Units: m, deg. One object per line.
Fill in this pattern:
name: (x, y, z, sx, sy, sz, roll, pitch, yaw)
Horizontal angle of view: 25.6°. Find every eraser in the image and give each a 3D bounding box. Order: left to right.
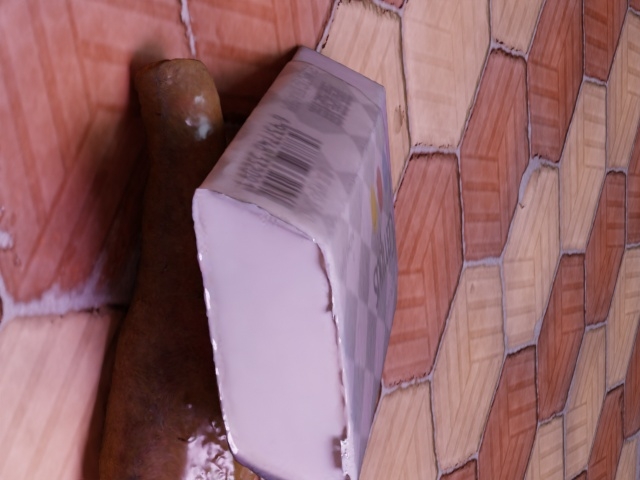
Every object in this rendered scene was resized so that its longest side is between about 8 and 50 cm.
eraser: (-0.001, 0.000, 1.012, 0.397, 0.082, 0.213, -70, 156, -68)

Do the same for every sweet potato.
sweet potato: (-0.093, 0.072, 0.964, 0.109, 0.109, 0.385, 6, 86, -66)
